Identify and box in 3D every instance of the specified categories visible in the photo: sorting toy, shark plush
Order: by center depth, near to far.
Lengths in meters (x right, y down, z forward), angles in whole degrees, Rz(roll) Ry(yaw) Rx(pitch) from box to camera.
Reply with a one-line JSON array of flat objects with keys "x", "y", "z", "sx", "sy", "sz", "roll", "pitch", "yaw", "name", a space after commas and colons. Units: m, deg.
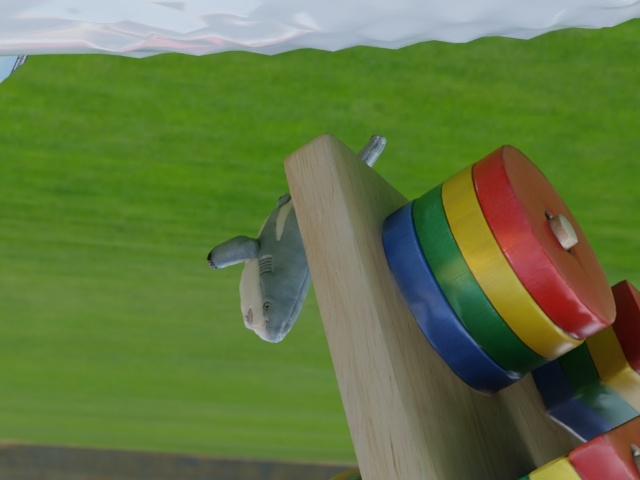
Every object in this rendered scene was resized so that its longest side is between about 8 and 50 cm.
[{"x": 0.115, "y": 0.090, "z": 0.586, "sx": 0.089, "sy": 0.257, "sz": 0.255, "roll": -32, "pitch": 137, "yaw": 20, "name": "sorting toy"}, {"x": 0.000, "y": 0.000, "z": 0.956, "sx": 0.067, "sy": 0.161, "sz": 0.073, "roll": 21, "pitch": 149, "yaw": 54, "name": "shark plush"}]

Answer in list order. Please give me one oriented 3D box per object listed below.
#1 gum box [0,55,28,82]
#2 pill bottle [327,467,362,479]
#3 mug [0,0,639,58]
[{"x": -0.308, "y": -0.161, "z": 1.194, "sx": 0.041, "sy": 0.184, "sz": 0.157, "roll": 39, "pitch": 143, "yaw": 0, "name": "gum box"}, {"x": 0.053, "y": 0.236, "z": 0.682, "sx": 0.131, "sy": 0.245, "sz": 0.130, "roll": -6, "pitch": -177, "yaw": 0, "name": "pill bottle"}, {"x": 0.051, "y": -0.221, "z": 0.304, "sx": 0.328, "sy": 0.276, "sz": 0.374, "roll": -1, "pitch": 134, "yaw": 4, "name": "mug"}]
